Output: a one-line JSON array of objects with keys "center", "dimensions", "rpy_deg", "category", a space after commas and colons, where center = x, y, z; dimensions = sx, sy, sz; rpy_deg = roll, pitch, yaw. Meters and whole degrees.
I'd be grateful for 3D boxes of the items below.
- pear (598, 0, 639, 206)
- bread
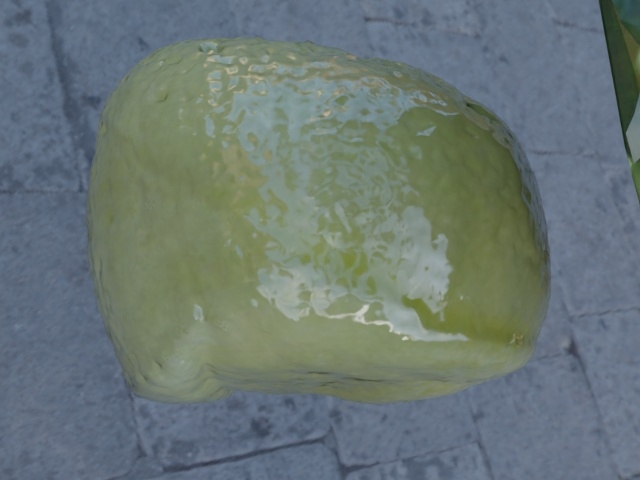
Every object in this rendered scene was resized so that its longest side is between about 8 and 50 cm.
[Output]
[{"center": [0.283, -0.095, 0.532], "dimensions": [0.399, 0.165, 0.398], "rpy_deg": [28, 57, -55], "category": "pear"}, {"center": [0.000, -0.012, 0.645], "dimensions": [0.320, 0.320, 0.237], "rpy_deg": [0, 88, -41], "category": "bread"}]
